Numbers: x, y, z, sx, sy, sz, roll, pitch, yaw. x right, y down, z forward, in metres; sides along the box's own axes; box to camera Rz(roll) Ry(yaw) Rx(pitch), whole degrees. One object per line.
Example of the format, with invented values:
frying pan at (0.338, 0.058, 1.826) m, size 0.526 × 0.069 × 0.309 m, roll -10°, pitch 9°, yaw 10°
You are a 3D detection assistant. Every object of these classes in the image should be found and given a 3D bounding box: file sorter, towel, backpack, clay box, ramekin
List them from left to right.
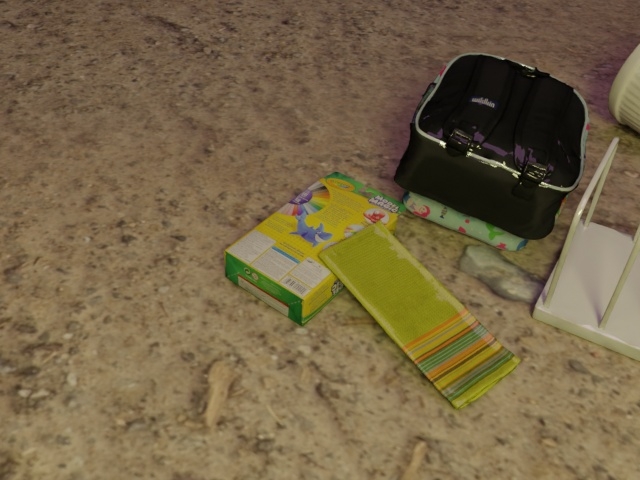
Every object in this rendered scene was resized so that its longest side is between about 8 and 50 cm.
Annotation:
clay box at (0.000, 0.000, 0.875) m, size 0.127 × 0.053 × 0.222 m, roll 30°, pitch 47°, yaw 26°
towel at (0.108, 0.075, 0.776) m, size 0.102 × 0.021 × 0.237 m, roll -26°, pitch 60°, yaw -32°
backpack at (0.230, -0.127, 0.914) m, size 0.225 × 0.191 × 0.254 m, roll 22°, pitch 52°, yaw 7°
ramekin at (0.556, -0.238, 1.050) m, size 0.207 × 0.207 × 0.109 m, roll -19°, pitch 54°, yaw -22°
file sorter at (0.416, 0.022, 0.769) m, size 0.277 × 0.173 × 0.193 m, roll 22°, pitch 45°, yaw 23°
